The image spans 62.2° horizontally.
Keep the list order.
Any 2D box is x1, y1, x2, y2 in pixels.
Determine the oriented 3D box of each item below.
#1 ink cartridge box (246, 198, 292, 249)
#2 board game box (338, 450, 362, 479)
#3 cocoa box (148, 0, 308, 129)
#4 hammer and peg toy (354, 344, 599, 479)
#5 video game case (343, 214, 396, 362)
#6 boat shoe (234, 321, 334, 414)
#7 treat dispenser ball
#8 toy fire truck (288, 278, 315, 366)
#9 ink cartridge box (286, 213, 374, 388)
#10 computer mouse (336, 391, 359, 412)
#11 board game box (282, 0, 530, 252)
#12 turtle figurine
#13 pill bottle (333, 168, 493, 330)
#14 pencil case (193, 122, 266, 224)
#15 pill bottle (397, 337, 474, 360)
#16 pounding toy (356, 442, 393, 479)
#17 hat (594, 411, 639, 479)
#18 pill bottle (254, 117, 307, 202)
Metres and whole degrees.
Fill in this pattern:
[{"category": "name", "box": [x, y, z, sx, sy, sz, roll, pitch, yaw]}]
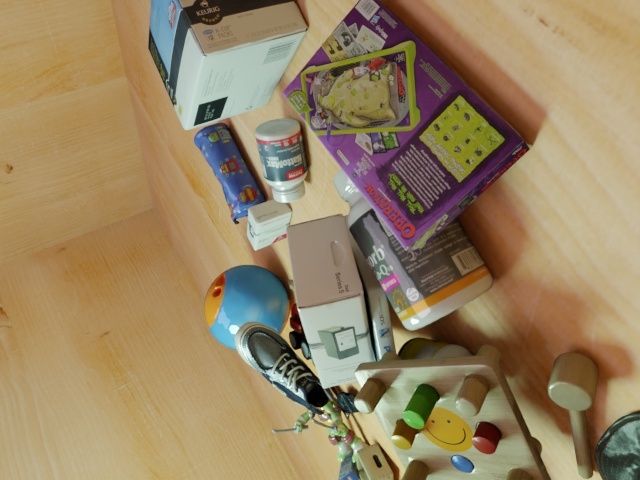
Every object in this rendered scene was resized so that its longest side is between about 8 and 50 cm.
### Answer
[{"category": "ink cartridge box", "box": [-0.150, -0.049, 1.531, 0.063, 0.109, 0.151, 59, 157, 23]}, {"category": "board game box", "box": [0.130, 0.781, 1.744, 0.194, 0.060, 0.194, 50, -175, -10]}, {"category": "cocoa box", "box": [-0.219, -0.434, 1.143, 0.228, 0.231, 0.347, 65, 157, 3]}, {"category": "hammer and peg toy", "box": [0.246, 0.293, 0.818, 0.361, 0.127, 0.266, -14, 110, 40]}, {"category": "video game case", "box": [0.105, 0.142, 1.092, 0.329, 0.036, 0.300, -103, 0, -64]}, {"category": "boat shoe", "box": [-0.090, 0.360, 1.496, 0.158, 0.127, 0.340, 12, 150, 54]}, {"category": "treat dispenser ball", "box": [-0.246, 0.225, 1.783, 0.288, 0.288, 0.288, 48, 151, 37]}, {"category": "toy fire truck", "box": [-0.024, 0.208, 1.488, 0.217, 0.158, 0.247, 21, 120, 60]}, {"category": "ink cartridge box", "box": [0.022, 0.118, 1.002, 0.273, 0.114, 0.199, 77, 180, -46]}, {"category": "computer mouse", "box": [0.116, 0.472, 1.568, 0.071, 0.041, 0.242, 59, 150, 3]}, {"category": "board game box", "box": [0.103, -0.179, 0.772, 0.347, 0.208, 0.056, 55, -161, 25]}, {"category": "turtle figurine", "box": [0.008, 0.610, 1.679, 0.266, 0.197, 0.275, 51, -160, -8]}, {"category": "pill bottle", "box": [0.142, -0.010, 0.861, 0.279, 0.162, 0.162, 61, 157, 11]}, {"category": "pencil case", "box": [-0.279, -0.209, 1.647, 0.306, 0.119, 0.133, 63, 168, 7]}, {"category": "pill bottle", "box": [0.229, 0.243, 0.997, 0.184, 0.103, 0.103, -6, 107, 66]}, {"category": "pounding toy", "box": [0.182, 0.709, 1.596, 0.141, 0.100, 0.130, -124, 23, -49]}, {"category": "hat", "box": [0.446, 0.381, 0.622, 0.331, 0.133, 0.332, 48, 152, 35]}, {"category": "pill bottle", "box": [-0.087, -0.187, 1.261, 0.108, 0.107, 0.180, 37, 145, 49]}]
